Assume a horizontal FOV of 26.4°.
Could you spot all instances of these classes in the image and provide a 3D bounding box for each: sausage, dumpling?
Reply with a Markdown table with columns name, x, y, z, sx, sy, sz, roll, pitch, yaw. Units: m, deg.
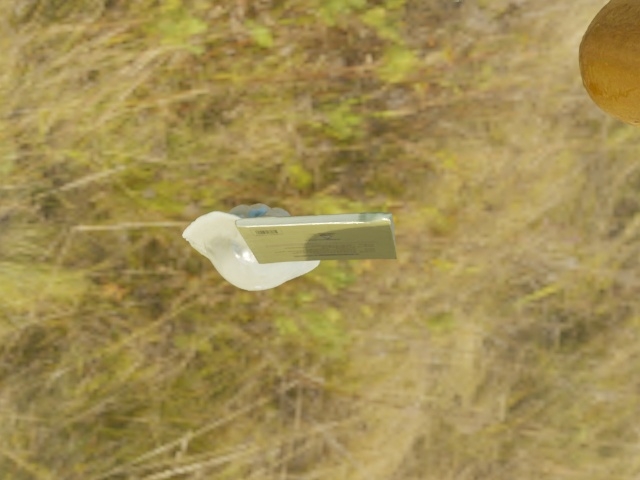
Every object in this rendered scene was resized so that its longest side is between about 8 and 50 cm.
| name | x | y | z | sx | sy | sz | roll | pitch | yaw |
| --- | --- | --- | --- | --- | --- | --- | --- | --- | --- |
| sausage | 0.330 | -0.140 | 1.076 | 0.134 | 0.354 | 0.116 | -45 | 111 | -7 |
| dumpling | -0.087 | -0.003 | 1.837 | 0.111 | 0.181 | 0.155 | 66 | 7 | 26 |

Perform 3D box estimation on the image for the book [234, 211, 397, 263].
| name | x | y | z | sx | sy | sz | roll | pitch | yaw |
| --- | --- | --- | --- | --- | --- | --- | --- | --- | --- |
| book | 0.000 | 0.000 | 1.523 | 0.192 | 0.168 | 0.013 | 71 | 17 | -76 |

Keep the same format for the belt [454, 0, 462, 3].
| name | x | y | z | sx | sy | sz | roll | pitch | yaw |
| --- | --- | --- | --- | --- | --- | --- | --- | --- | --- |
| belt | 0.122 | -0.303 | 1.091 | 0.267 | 0.116 | 0.206 | -60 | 180 | -33 |
